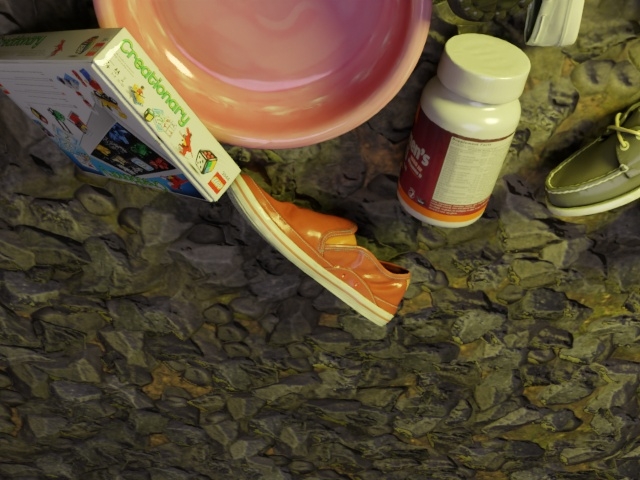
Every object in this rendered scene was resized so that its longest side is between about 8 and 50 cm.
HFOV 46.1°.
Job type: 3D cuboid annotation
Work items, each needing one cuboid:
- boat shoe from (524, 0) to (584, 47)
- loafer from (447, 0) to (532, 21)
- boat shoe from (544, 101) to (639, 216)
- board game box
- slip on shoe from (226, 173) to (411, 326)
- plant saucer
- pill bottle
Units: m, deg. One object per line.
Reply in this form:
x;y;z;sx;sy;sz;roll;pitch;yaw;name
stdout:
0.252;-0.293;0.821;0.063;0.066;0.184;-6;143;4;boat shoe
0.156;-0.365;0.612;0.134;0.130;0.365;-7;140;-20;loafer
0.415;-0.133;0.942;0.305;0.109;0.091;-28;127;16;boat shoe
-0.244;-0.141;0.835;0.305;0.053;0.193;15;151;46;board game box
0.000;0.000;1.072;0.331;0.123;0.101;37;91;-24;slip on shoe
-0.056;-0.249;0.757;0.333;0.084;0.332;1;131;1;plant saucer
0.173;-0.132;0.926;0.121;0.121;0.221;5;133;-6;pill bottle
